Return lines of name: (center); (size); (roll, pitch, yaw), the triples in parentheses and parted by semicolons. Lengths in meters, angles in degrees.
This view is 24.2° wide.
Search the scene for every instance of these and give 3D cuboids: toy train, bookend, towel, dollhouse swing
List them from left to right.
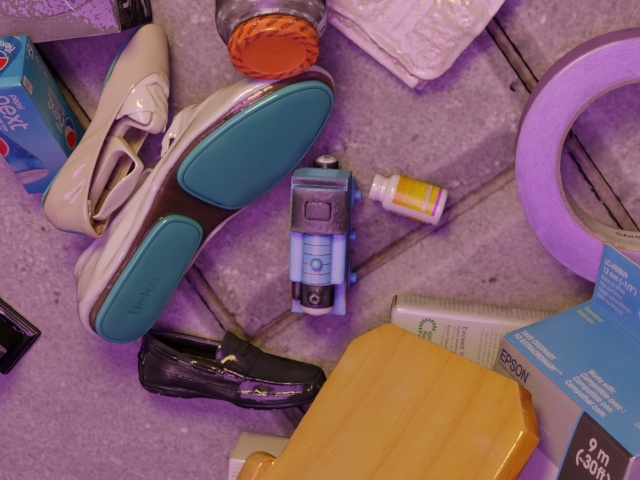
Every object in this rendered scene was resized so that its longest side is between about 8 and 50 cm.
bookend: (-0.423, 0.103, 1.707); (0.156, 0.157, 0.072); (41, 106, -3)
toy train: (0.000, 0.000, 1.651); (0.080, 0.105, 0.184); (5, 104, 7)
dollhouse swing: (0.110, 0.320, 1.572); (0.305, 0.347, 0.315); (-46, 123, -16)
towel: (0.125, -0.315, 1.585); (0.187, 0.049, 0.282); (37, 105, -3)

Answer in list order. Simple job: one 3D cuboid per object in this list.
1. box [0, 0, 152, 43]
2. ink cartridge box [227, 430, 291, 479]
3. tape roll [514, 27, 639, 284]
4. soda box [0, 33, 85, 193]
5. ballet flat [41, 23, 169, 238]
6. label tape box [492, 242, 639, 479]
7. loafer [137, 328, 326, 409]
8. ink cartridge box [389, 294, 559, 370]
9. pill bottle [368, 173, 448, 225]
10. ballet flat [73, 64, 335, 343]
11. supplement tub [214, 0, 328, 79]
box: (-0.325, -0.294, 1.601); (0.247, 0.142, 0.163); (-5, 104, 8)
ink cartridge box: (-0.061, 0.310, 1.746); (0.092, 0.090, 0.143); (7, 104, 6)
tape roll: (0.346, -0.087, 1.593); (0.275, 0.090, 0.274); (2, 104, 7)
soda box: (-0.316, -0.132, 1.613); (0.071, 0.210, 0.067); (-5, 60, 9)
ballet flat: (-0.212, -0.113, 1.619); (0.086, 0.086, 0.248); (28, 92, 0)
label tape box: (0.268, 0.205, 1.507); (0.115, 0.249, 0.347); (2, 113, -26)
loafer: (-0.103, 0.144, 1.716); (0.223, 0.076, 0.078); (6, 113, 10)
ink cartridge box: (0.226, 0.239, 1.703); (0.330, 0.071, 0.324); (7, 105, 2)
pill bottle: (0.097, -0.048, 1.658); (0.083, 0.043, 0.043); (18, 106, 2)
ballet flat: (-0.149, -0.064, 1.646); (0.139, 0.139, 0.400); (39, 105, -3)
supplement tub: (-0.053, -0.269, 1.541); (0.117, 0.117, 0.190); (-11, 63, 10)
